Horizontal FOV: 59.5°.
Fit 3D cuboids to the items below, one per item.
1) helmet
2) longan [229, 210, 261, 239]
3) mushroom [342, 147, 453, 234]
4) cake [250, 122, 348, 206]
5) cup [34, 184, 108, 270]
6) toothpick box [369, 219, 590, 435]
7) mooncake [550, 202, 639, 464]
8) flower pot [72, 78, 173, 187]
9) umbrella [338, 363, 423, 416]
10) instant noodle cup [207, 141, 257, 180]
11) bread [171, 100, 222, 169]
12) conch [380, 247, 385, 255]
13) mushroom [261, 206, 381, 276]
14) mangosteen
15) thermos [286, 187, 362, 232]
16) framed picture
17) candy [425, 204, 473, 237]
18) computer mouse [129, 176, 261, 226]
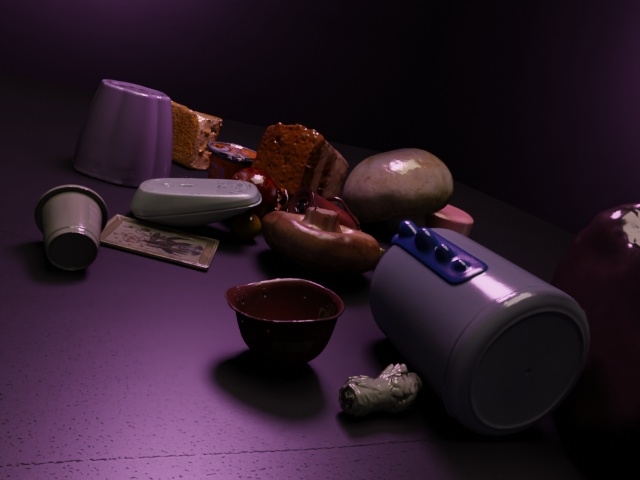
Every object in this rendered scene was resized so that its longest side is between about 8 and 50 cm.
[{"bbox_3d":[-0.059,0.129,0.828,0.175,0.106,0.155,5,17,-19],"label":"helmet"},{"bbox_3d":[-0.180,-0.032,1.313,0.083,0.075,0.075,-22,5,20],"label":"longan"},{"bbox_3d":[0.238,-0.152,1.755,0.352,0.260,0.352,-11,15,3],"label":"mushroom"},{"bbox_3d":[-0.038,-0.188,1.609,0.196,0.199,0.293,12,-8,33],"label":"cake"},{"bbox_3d":[-0.421,-0.018,0.956,0.120,0.120,0.141,6,31,-32],"label":"cup"},{"bbox_3d":[0.220,0.106,0.915,0.263,0.263,0.354,9,17,-25],"label":"toothpick box"},{"bbox_3d":[0.493,0.150,0.846,0.212,0.351,0.381,21,43,-8],"label":"mooncake"},{"bbox_3d":[-0.521,-0.294,1.509,0.265,0.243,0.265,13,17,-4],"label":"flower pot"},{"bbox_3d":[0.088,0.211,0.788,0.143,0.067,0.062,-3,-4,-35],"label":"umbrella"},{"bbox_3d":[-0.263,-0.210,1.680,0.177,0.126,0.208,16,17,1],"label":"instant noodle cup"},{"bbox_3d":[-0.474,-0.361,1.867,0.274,0.185,0.114,24,12,25],"label":"bread"},{"bbox_3d":[0.102,0.029,1.404,0.121,0.074,0.089,-5,2,1],"label":"conch"},{"bbox_3d":[0.000,0.000,1.237,0.278,0.146,0.278,14,6,-2],"label":"mushroom"},{"bbox_3d":[-0.166,-0.092,1.428,0.156,0.181,0.146,13,54,45],"label":"mangosteen"},{"bbox_3d":[0.028,-0.042,1.443,0.232,0.099,0.124,29,46,-38],"label":"thermos"},{"bbox_3d":[-0.329,0.001,1.140,0.231,0.010,0.173,15,17,-8],"label":"framed picture"},{"bbox_3d":[0.406,-0.073,1.945,0.255,0.094,0.255,15,17,-5],"label":"candy"},{"bbox_3d":[-0.279,-0.080,1.265,0.288,0.097,0.159,1,18,-10],"label":"computer mouse"}]
